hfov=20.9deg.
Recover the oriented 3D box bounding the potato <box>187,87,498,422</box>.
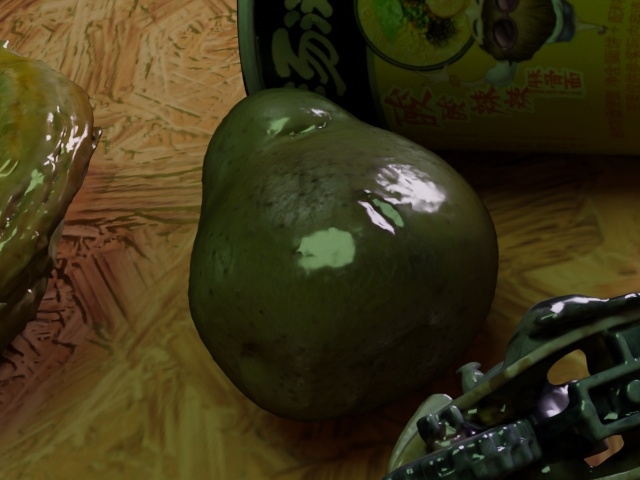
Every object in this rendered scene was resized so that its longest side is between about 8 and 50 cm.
[{"bbox_3d":[0.000,0.000,0.884,0.157,0.157,0.194,-27,50,-4],"label":"potato"}]

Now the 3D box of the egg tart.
[{"bbox_3d":[-0.263,0.005,1.037,0.315,0.120,0.315,-14,38,11],"label":"egg tart"}]

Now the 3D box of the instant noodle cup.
[{"bbox_3d":[0.099,-0.134,0.973,0.236,0.216,0.215,10,49,23],"label":"instant noodle cup"}]

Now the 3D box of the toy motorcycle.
[{"bbox_3d":[0.120,0.075,0.778,0.229,0.130,0.094,-19,77,-19],"label":"toy motorcycle"}]
